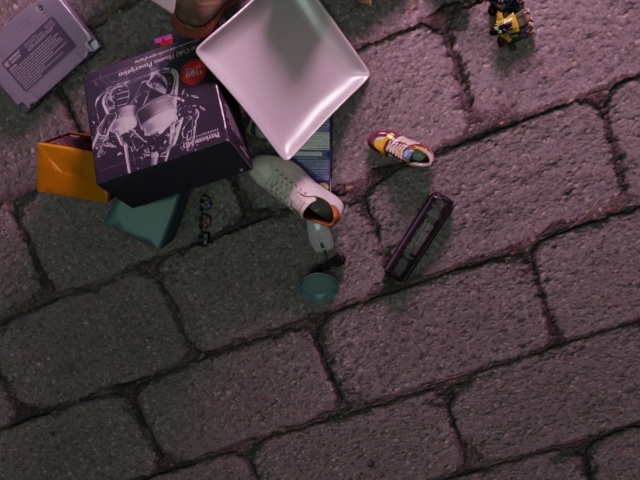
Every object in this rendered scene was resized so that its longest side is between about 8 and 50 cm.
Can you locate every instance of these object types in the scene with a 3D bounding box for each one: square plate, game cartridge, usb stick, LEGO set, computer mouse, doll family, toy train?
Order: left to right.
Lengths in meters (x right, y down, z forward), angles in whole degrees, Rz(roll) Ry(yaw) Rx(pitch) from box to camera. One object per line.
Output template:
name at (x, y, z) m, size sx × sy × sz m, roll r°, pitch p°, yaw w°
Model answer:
game cartridge at (-0.751, -0.507, 1.749) m, size 0.294 × 0.060 × 0.196 m, roll -35°, pitch 105°, yaw 14°
toy train at (-0.330, -0.056, 1.872) m, size 0.036 × 0.027 × 0.159 m, roll 5°, pitch 109°, yaw -1°
LEGO set at (-0.297, -0.500, 1.693) m, size 0.227 × 0.087 × 0.093 m, roll -14°, pitch 97°, yaw 7°
square plate at (-0.085, -0.435, 1.615) m, size 0.347 × 0.049 × 0.344 m, roll -48°, pitch 115°, yaw -17°
computer mouse at (0.000, 0.000, 1.855) m, size 0.105 × 0.042 × 0.193 m, roll -15°, pitch 106°, yaw 10°
usb stick at (0.273, -0.006, 1.829) m, size 0.077 × 0.045 × 0.278 m, roll 31°, pitch 108°, yaw 2°
doll family at (0.455, -0.564, 1.620) m, size 0.111 × 0.076 × 0.193 m, roll -20°, pitch 100°, yaw 15°

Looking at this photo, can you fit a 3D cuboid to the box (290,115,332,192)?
box at (-0.036, -0.241, 1.782) m, size 0.136 × 0.036 × 0.226 m, roll 2°, pitch 108°, yaw 5°

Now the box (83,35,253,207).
box at (-0.377, -0.294, 1.624) m, size 0.342 × 0.179 × 0.313 m, roll -18°, pitch 71°, yaw 9°

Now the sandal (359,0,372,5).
sandal at (0.127, -0.624, 1.618) m, size 0.239 × 0.088 × 0.079 m, roll -17°, pitch 105°, yaw 4°

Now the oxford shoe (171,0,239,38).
oxford shoe at (-0.237, -0.620, 1.526) m, size 0.122 × 0.349 × 0.130 m, roll 20°, pitch 145°, yaw -6°

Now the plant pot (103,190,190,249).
plant pot at (-0.450, -0.126, 1.793) m, size 0.165 × 0.166 × 0.234 m, roll 25°, pitch 101°, yaw -4°

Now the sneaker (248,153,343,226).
sneaker at (-0.068, -0.134, 1.741) m, size 0.290 × 0.123 × 0.106 m, roll 29°, pitch 112°, yaw -4°

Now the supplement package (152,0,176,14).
supplement package at (-0.363, -0.632, 1.647) m, size 0.179 × 0.105 × 0.105 m, roll 32°, pitch 108°, yaw -5°

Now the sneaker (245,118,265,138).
sneaker at (-0.152, -0.411, 1.699) m, size 0.130 × 0.111 × 0.297 m, roll 3°, pitch 94°, yaw 36°

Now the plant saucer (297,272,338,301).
plant saucer at (-0.007, 0.131, 1.892) m, size 0.119 × 0.021 × 0.119 m, roll -2°, pitch 132°, yaw -2°

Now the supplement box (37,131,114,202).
supplement box at (-0.624, -0.201, 1.762) m, size 0.191 × 0.194 × 0.129 m, roll 9°, pitch 109°, yaw 2°

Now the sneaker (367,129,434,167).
sneaker at (0.214, -0.243, 1.735) m, size 0.185 × 0.084 × 0.070 m, roll 15°, pitch 109°, yaw -1°
